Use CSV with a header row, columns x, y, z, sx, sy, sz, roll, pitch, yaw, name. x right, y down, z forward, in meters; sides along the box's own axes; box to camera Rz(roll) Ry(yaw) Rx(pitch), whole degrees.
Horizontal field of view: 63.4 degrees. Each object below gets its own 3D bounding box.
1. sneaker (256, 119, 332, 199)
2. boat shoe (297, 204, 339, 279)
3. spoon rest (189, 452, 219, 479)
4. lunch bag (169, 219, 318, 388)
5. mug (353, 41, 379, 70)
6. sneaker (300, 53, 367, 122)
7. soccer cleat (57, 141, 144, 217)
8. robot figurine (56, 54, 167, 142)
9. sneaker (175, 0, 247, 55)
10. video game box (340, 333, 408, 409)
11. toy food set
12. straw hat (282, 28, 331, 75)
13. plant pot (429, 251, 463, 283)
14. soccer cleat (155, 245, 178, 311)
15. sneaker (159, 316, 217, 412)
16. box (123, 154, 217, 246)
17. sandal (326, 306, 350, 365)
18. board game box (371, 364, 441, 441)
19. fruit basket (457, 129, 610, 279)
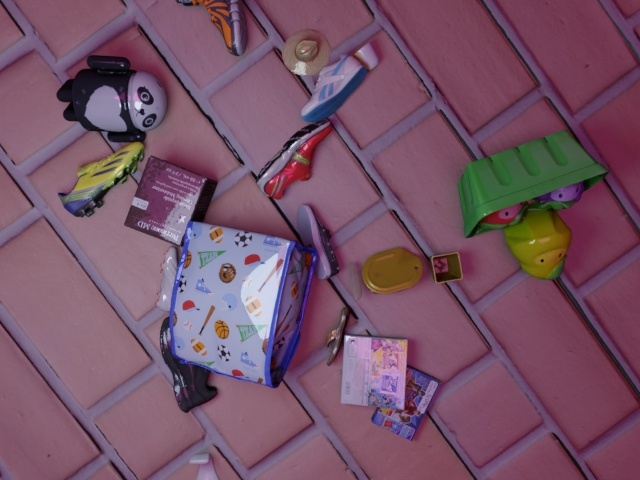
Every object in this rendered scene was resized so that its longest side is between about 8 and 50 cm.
x,y,z,sx,sy,sz,roll,pitch,yaw,name
-0.061,-0.232,1.507,0.279,0.107,0.118,-44,112,4,sneaker
0.000,0.000,1.517,0.076,0.080,0.228,-12,75,-35,boat shoe
-0.341,0.749,1.551,0.137,0.084,0.276,-2,106,0,spoon rest
-0.214,0.171,1.396,0.328,0.239,0.385,10,84,21,lunch bag
0.134,-0.529,1.511,0.064,0.078,0.062,51,58,-12,mug
0.024,-0.436,1.499,0.229,0.087,0.092,-43,72,4,sneaker
-0.627,-0.192,1.481,0.289,0.093,0.121,-44,93,1,soccer cleat
-0.568,-0.385,1.432,0.278,0.209,0.173,1,80,-1,robot figurine
-0.314,-0.662,1.465,0.180,0.124,0.321,-11,82,3,sneaker
0.159,0.384,1.532,0.187,0.048,0.205,3,88,11,video game box
0.191,0.103,1.536,0.218,0.071,0.128,-14,69,-3,toy food set
-0.040,-0.550,1.496,0.145,0.061,0.144,0,92,-1,straw hat
0.363,0.076,1.525,0.082,0.083,0.081,-10,93,0,plant pot
-0.431,0.113,1.518,0.076,0.068,0.196,10,99,-7,soccer cleat
-0.387,0.351,1.520,0.130,0.109,0.286,-17,100,-10,sneaker
-0.412,-0.108,1.453,0.169,0.167,0.203,21,92,-2,box
0.044,0.281,1.537,0.049,0.072,0.180,15,91,13,sandal
0.258,0.484,1.566,0.136,0.035,0.201,26,92,-2,board game box
0.597,-0.070,1.452,0.392,0.283,0.392,-1,76,4,fruit basket
